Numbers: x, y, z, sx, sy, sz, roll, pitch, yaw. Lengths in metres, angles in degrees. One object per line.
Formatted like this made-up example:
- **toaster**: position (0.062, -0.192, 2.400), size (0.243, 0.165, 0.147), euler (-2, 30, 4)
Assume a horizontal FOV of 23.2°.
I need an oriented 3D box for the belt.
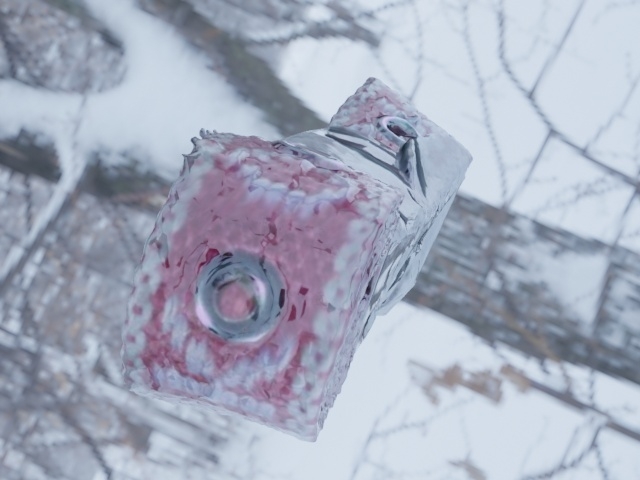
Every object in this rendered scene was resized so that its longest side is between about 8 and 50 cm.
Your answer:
- **belt**: position (0.000, 0.000, 0.414), size (0.232, 0.053, 0.071), euler (-41, -30, -76)
